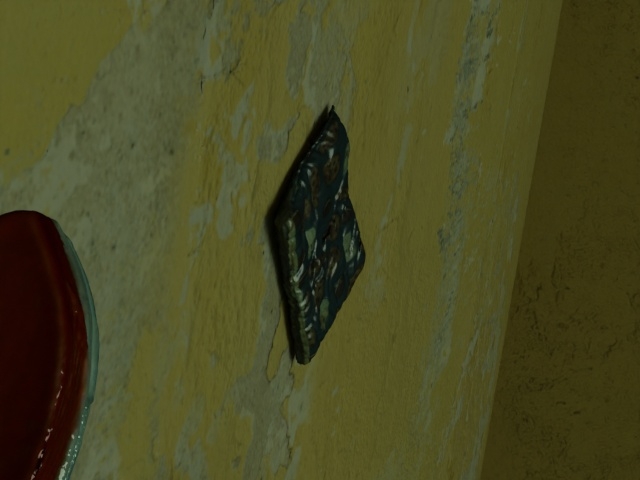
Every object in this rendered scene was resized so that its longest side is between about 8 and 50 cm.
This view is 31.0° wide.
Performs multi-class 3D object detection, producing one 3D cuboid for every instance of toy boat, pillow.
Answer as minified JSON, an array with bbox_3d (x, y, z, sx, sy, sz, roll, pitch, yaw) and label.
[{"bbox_3d":[-0.212,0.128,0.608,0.133,0.145,0.331,117,-5,-67],"label":"toy boat"},{"bbox_3d":[0.001,0.000,1.299,0.255,0.034,0.189,80,27,-45],"label":"pillow"}]
